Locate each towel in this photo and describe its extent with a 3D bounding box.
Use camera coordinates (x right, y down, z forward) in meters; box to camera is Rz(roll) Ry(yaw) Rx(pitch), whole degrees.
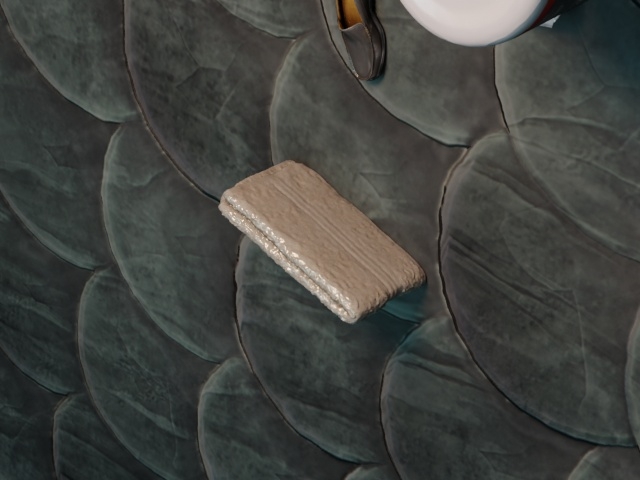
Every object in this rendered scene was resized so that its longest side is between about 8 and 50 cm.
[{"bbox_3d":[0.000,0.000,2.240,0.282,0.187,0.049,42,128,17],"label":"towel"}]

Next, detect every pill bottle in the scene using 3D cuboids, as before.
[{"bbox_3d":[0.249,-0.358,1.718,0.210,0.363,0.210,20,123,33],"label":"pill bottle"}]

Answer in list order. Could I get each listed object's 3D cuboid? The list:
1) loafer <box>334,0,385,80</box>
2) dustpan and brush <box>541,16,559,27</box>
[{"bbox_3d":[0.045,-0.296,2.138,0.062,0.061,0.170,4,114,38],"label":"loafer"},{"bbox_3d":[0.246,-0.382,1.935,0.147,0.060,0.211,22,131,47],"label":"dustpan and brush"}]
